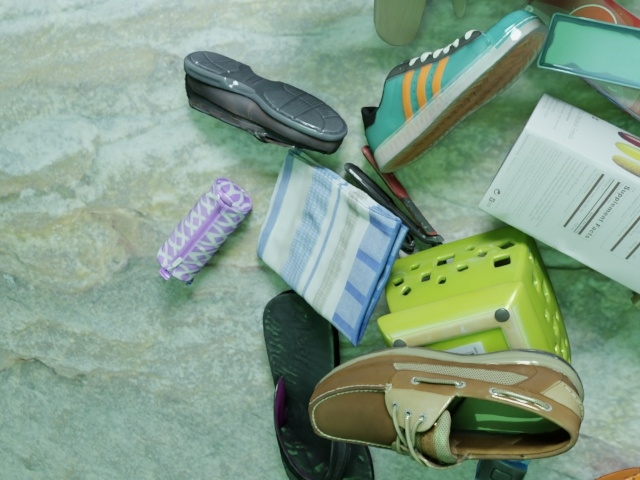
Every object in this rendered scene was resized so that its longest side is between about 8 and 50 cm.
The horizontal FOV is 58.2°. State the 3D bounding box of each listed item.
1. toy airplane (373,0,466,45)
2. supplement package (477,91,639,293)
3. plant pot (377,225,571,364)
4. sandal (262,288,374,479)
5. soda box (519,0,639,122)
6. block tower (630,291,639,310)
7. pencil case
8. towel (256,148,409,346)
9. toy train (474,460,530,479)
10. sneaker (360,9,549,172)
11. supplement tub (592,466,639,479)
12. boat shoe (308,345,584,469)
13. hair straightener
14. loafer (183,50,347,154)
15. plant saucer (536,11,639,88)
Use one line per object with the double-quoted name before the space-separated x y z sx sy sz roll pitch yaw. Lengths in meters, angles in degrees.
"toy airplane" 0.137 -0.442 0.641 0.386 0.272 0.384 -19 132 39
"supplement package" 0.358 -0.063 0.747 0.244 0.139 0.133 30 132 10
"plant pot" 0.216 0.135 0.807 0.227 0.207 0.228 -19 104 23
"sandal" -0.024 0.309 1.003 0.168 0.107 0.445 -10 99 22
"soda box" 0.380 -0.239 0.743 0.263 0.083 0.092 40 113 7
"block tower" 0.575 0.155 0.762 0.335 0.097 0.091 41 112 5
"pencil case" -0.207 -0.016 1.005 0.086 0.088 0.206 43 112 4
"towel" 0.000 0.000 0.889 0.285 0.034 0.209 39 117 42
"toy train" 0.298 0.300 0.887 0.080 0.105 0.184 21 109 14
"sneaker" 0.157 -0.217 0.783 0.302 0.108 0.121 -38 72 44
"supplement tub" 0.472 0.435 0.828 0.117 0.117 0.190 -28 68 23
"boat shoe" 0.136 0.198 0.673 0.324 0.120 0.122 -11 107 20
"hair straightener" 0.115 -0.038 0.914 0.089 0.047 0.230 -40 92 27
"loafer" -0.094 -0.206 0.925 0.303 0.109 0.095 31 130 17
"plant saucer" 0.369 -0.223 0.696 0.192 0.018 0.067 19 109 16
